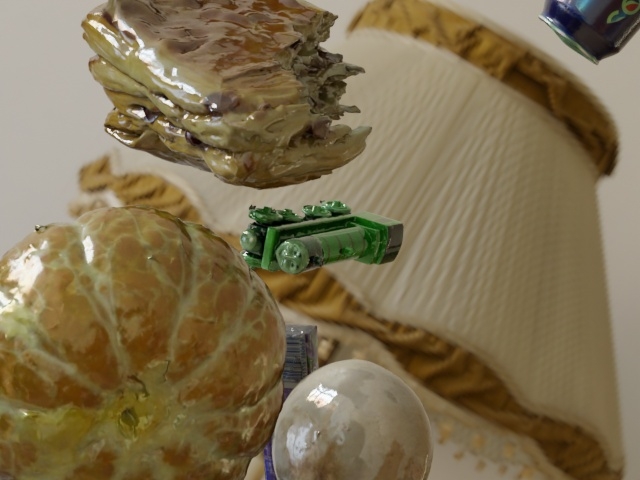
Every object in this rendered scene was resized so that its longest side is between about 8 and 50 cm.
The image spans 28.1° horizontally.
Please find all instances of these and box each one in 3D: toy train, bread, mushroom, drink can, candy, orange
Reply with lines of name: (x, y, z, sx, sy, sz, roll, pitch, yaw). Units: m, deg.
toy train: (0.000, 0.000, 1.615, 0.119, 0.085, 0.251, 19, 16, 28)
bread: (-0.095, -0.176, 1.551, 0.314, 0.191, 0.370, -17, 41, -41)
mushroom: (0.046, 0.270, 1.658, 0.226, 0.226, 0.178, 28, 0, 39)
drink can: (0.360, -0.314, 1.519, 0.118, 0.205, 0.118, 37, 12, -9)
candy: (-0.044, 0.272, 1.929, 0.088, 0.312, 0.061, 3, 18, 17)
orange: (-0.193, 0.123, 1.238, 0.329, 0.329, 0.249, 34, -1, -30)
